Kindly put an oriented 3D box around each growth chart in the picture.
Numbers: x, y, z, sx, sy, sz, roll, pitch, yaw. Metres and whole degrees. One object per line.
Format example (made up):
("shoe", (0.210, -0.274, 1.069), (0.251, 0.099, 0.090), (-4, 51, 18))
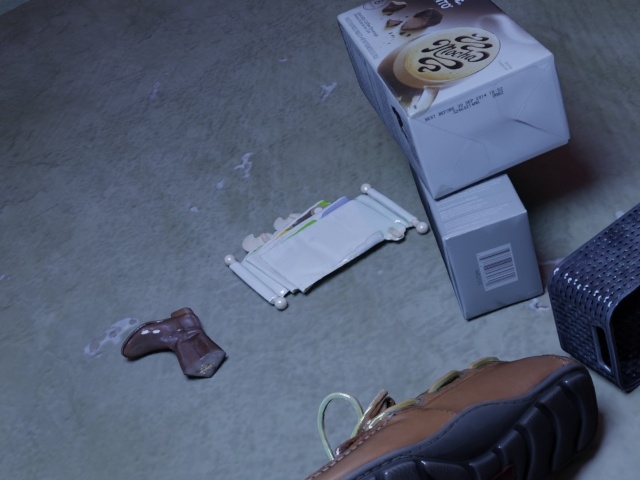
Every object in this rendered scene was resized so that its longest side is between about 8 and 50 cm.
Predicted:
("growth chart", (0.000, 0.000, 1.283), (0.237, 0.021, 0.172), (-29, 36, -10))

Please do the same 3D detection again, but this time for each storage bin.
("storage bin", (0.323, 0.044, 0.974), (0.180, 0.122, 0.084), (-34, 38, -15))

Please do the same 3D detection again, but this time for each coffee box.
("coffee box", (0.146, -0.195, 1.162), (0.168, 0.119, 0.297), (-23, 36, 0))

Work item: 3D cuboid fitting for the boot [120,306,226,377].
("boot", (-0.178, 0.137, 1.191), (0.106, 0.037, 0.114), (-32, 42, -10))

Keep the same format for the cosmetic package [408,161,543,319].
("cosmetic package", (0.173, -0.039, 1.155), (0.107, 0.127, 0.238), (-20, 34, 2))

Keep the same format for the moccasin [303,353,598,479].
("moccasin", (0.080, 0.191, 0.846), (0.380, 0.139, 0.147), (-29, 20, -38))
